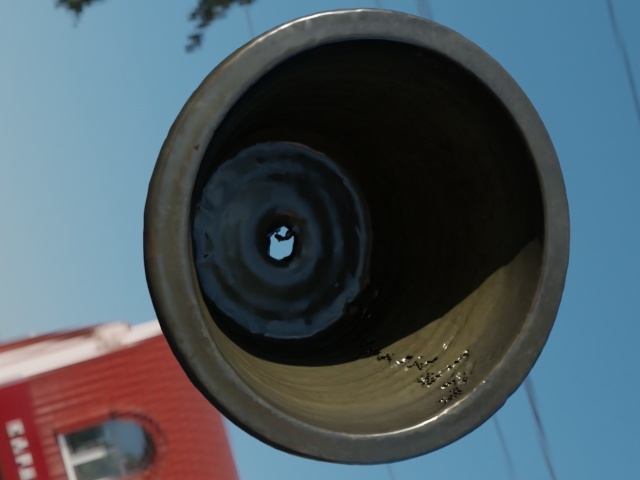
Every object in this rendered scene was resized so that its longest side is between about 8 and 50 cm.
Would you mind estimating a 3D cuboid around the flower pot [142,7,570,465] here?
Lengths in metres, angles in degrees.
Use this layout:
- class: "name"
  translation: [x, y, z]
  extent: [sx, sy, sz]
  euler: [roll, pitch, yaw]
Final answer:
- class: "flower pot"
  translation: [0.000, 0.000, 0.789]
  extent: [0.148, 0.235, 0.235]
  euler: [-3, -79, 68]
